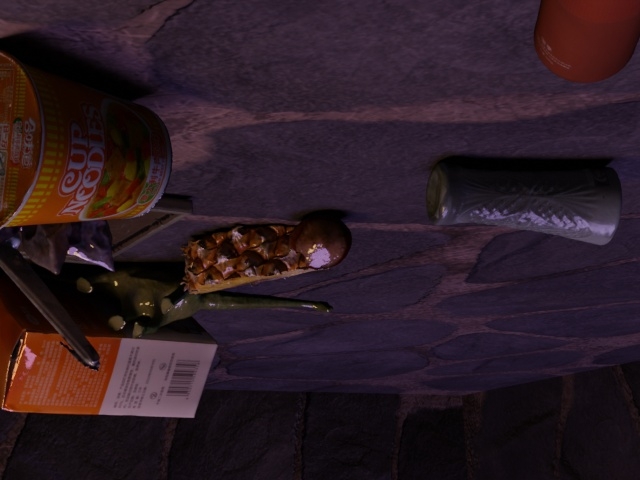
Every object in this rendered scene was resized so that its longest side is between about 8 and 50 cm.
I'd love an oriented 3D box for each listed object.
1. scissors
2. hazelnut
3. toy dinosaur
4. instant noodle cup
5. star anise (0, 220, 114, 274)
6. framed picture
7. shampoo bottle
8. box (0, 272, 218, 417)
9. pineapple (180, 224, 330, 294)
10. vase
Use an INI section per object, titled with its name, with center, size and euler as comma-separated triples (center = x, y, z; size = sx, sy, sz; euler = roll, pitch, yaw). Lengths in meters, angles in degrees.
[scissors]
center = -0.319, 0.016, 1.171
size = 0.191, 0.360, 0.029
euler = 11, 119, -55
[hazelnut]
center = 0.000, 0.000, 1.587
size = 0.086, 0.086, 0.086
euler = -2, 166, -1
[toy dinosaur]
center = -0.231, 0.073, 1.873
size = 0.447, 0.087, 0.301
euler = 17, -161, 20
[instant noodle cup]
center = -0.241, -0.081, 1.074
size = 0.168, 0.168, 0.185
euler = -12, 170, 35
[star anise]
center = -0.299, -0.040, 1.169
size = 0.081, 0.230, 0.262
euler = -48, -178, 16
[framed picture]
center = -0.350, -0.018, 1.556
size = 0.247, 0.022, 0.335
euler = 6, 164, -29
[shampoo bottle]
center = 0.202, -0.191, 0.821
size = 0.085, 0.085, 0.244
euler = -3, 165, 2
[box]
center = -0.370, 0.166, 1.859
size = 0.341, 0.143, 0.225
euler = 9, -163, -36
[pineapple]
center = -0.099, 0.022, 1.657
size = 0.233, 0.079, 0.135
euler = -9, 174, 4
[vase]
center = 0.238, -0.048, 1.393
size = 0.219, 0.096, 0.096
euler = 4, 165, -12
